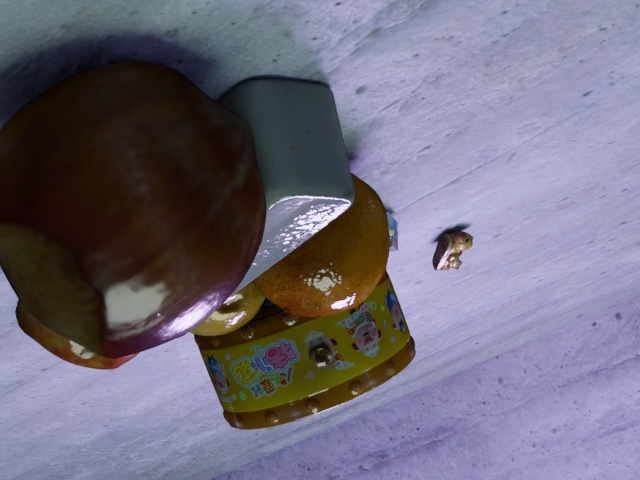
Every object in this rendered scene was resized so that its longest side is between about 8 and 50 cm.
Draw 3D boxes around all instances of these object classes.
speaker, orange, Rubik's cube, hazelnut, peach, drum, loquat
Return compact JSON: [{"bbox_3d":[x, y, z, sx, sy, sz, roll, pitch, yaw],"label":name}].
[{"bbox_3d":[-0.127,-0.062,1.608,0.183,0.184,0.406,0,154,-40],"label":"speaker"},{"bbox_3d":[0.000,0.000,1.792,0.264,0.264,0.264,-15,160,-5],"label":"orange"},{"bbox_3d":[0.113,-0.012,2.096,0.084,0.075,0.073,-19,163,10],"label":"Rubik's cube"},{"bbox_3d":[-0.256,-0.044,1.359,0.365,0.366,0.366,-15,160,-5],"label":"hazelnut"},{"bbox_3d":[-0.410,0.114,1.849,0.235,0.214,0.214,3,155,-19],"label":"peach"},{"bbox_3d":[-0.032,0.196,2.109,0.431,0.214,0.431,-20,-173,2],"label":"drum"},{"bbox_3d":[-0.194,0.071,1.902,0.213,0.213,0.213,-15,160,-5],"label":"loquat"}]

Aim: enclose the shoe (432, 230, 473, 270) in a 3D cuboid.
[{"bbox_3d":[0.291,0.021,2.341,0.069,0.072,0.109,6,113,-24],"label":"shoe"}]
